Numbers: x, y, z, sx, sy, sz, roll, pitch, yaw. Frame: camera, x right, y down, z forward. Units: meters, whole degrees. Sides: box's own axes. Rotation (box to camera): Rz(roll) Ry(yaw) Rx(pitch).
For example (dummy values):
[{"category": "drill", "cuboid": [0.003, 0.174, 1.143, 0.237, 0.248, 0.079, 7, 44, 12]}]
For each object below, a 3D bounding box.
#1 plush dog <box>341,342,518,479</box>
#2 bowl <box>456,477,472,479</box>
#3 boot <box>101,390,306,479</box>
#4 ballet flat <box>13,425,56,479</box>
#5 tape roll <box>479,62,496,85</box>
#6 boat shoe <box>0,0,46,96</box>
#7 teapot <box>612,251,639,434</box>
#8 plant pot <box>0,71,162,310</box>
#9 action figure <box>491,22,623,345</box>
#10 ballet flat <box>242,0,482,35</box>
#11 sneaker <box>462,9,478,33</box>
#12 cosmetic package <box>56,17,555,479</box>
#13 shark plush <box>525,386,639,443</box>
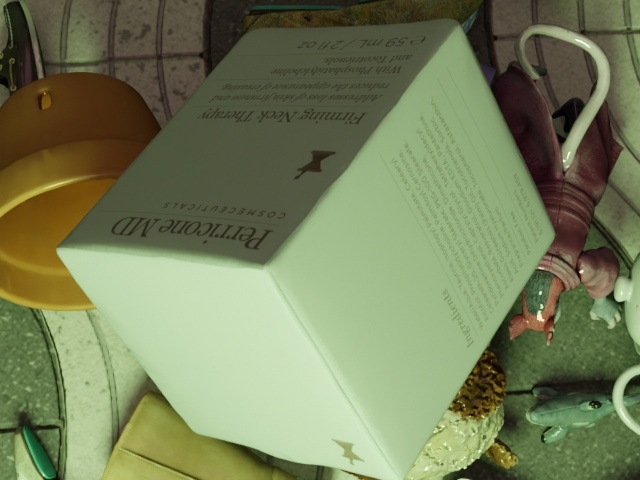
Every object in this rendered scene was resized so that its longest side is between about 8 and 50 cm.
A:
[{"category": "plush dog", "cuboid": [0.140, 0.216, 1.556, 0.262, 0.225, 0.211, -43, 83, 15]}, {"category": "bowl", "cuboid": [0.193, 0.385, 1.629, 0.142, 0.053, 0.142, 31, 75, 7]}, {"category": "boot", "cuboid": [-0.148, 0.346, 1.616, 0.269, 0.089, 0.236, 25, 64, 5]}, {"category": "ballet flat", "cuboid": [-0.349, 0.311, 1.632, 0.052, 0.057, 0.168, -34, 78, -1]}, {"category": "tape roll", "cuboid": [0.159, -0.149, 1.709, 0.080, 0.189, 0.189, 22, 75, 5]}, {"category": "boat shoe", "cuboid": [-0.403, -0.219, 1.765, 0.068, 0.081, 0.228, -14, 78, -10]}, {"category": "teapot", "cuboid": [0.460, 0.081, 1.633, 0.187, 0.253, 0.256, 8, 43, 1]}, {"category": "plant pot", "cuboid": [-0.298, -0.071, 1.643, 0.290, 0.291, 0.204, -13, 57, -5]}, {"category": "action figure", "cuboid": [0.307, -0.040, 1.655, 0.248, 0.276, 0.370, 13, 60, -5]}, {"category": "ballet flat", "cuboid": [0.053, -0.264, 1.729, 0.348, 0.123, 0.123, -1, 72, 28]}, {"category": "sneaker", "cuboid": [0.157, -0.297, 1.806, 0.085, 0.086, 0.237, 27, 74, 7]}, {"category": "cosmetic package", "cuboid": [0.000, 0.000, 1.473, 0.329, 0.327, 0.394, 5, 47, 41]}, {"category": "shark plush", "cuboid": [0.341, 0.221, 1.673, 0.161, 0.067, 0.073, 3, 74, -1]}]
